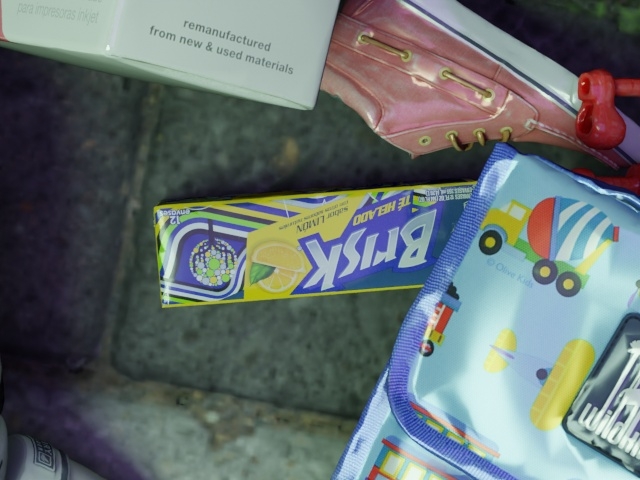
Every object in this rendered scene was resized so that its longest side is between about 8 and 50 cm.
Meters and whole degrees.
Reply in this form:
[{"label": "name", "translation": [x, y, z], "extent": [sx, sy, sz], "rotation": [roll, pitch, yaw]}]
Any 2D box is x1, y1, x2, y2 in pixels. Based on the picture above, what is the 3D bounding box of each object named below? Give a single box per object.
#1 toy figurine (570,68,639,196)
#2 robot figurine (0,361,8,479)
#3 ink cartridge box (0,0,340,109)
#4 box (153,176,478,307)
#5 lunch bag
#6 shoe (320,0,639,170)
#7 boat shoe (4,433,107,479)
[{"label": "toy figurine", "translation": [0.247, -0.005, 0.843], "extent": [0.191, 0.217, 0.362], "rotation": [1, 100, -25]}, {"label": "robot figurine", "translation": [-0.235, 0.034, 0.833], "extent": [0.209, 0.173, 0.278], "rotation": [-16, 113, -28]}, {"label": "ink cartridge box", "translation": [-0.069, -0.218, 0.845], "extent": [0.117, 0.207, 0.283], "rotation": [12, 92, -37]}, {"label": "box", "translation": [0.000, 0.000, 0.938], "extent": [0.169, 0.059, 0.054], "rotation": [-5, 95, -2]}, {"label": "lunch bag", "translation": [0.137, 0.106, 0.843], "extent": [0.221, 0.138, 0.293], "rotation": [28, 109, 15]}, {"label": "shoe", "translation": [0.081, -0.069, 0.941], "extent": [0.178, 0.063, 0.081], "rotation": [33, 95, -1]}, {"label": "boat shoe", "translation": [-0.189, 0.229, 0.925], "extent": [0.088, 0.096, 0.267], "rotation": [32, 85, -25]}]
